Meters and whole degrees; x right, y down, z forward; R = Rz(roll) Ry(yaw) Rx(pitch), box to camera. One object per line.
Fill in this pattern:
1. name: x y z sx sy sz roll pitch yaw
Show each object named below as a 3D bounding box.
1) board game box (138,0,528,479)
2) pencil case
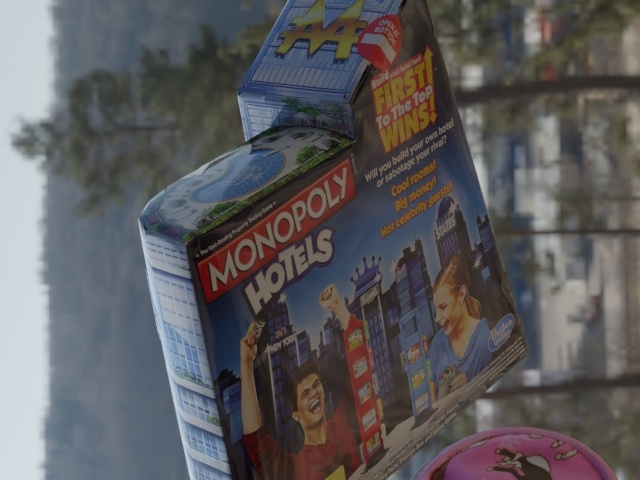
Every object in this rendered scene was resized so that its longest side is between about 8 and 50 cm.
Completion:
1. board game box: 0.000 0.000 0.610 0.194 0.060 0.194 -33 -57 -43
2. pencil case: 0.159 0.291 1.246 0.386 0.167 0.160 77 170 -57
